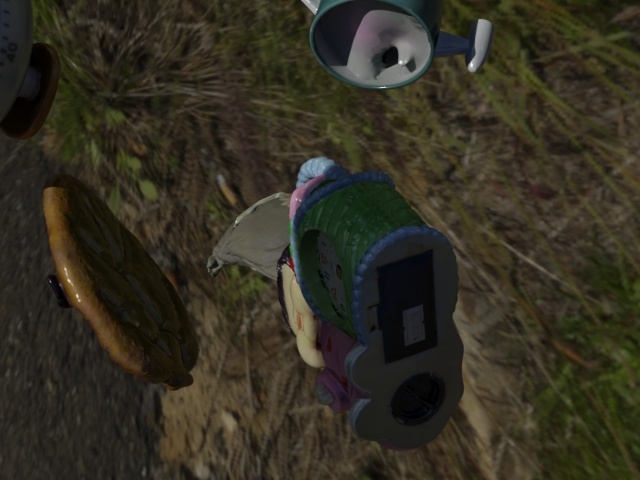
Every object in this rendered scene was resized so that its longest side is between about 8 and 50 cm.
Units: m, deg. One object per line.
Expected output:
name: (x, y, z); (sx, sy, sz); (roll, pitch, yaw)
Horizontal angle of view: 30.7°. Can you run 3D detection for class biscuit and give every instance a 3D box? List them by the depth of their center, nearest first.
biscuit: (-0.205, 0.040, 1.194); (0.041, 0.203, 0.260); (-34, 83, 18)

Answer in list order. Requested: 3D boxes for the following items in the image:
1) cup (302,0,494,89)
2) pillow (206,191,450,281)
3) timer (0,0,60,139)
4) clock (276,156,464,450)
cup: (0.081, -0.307, 1.484); (0.300, 0.167, 0.173); (20, 56, -8)
pillow: (0.000, 0.000, 1.228); (0.169, 0.255, 0.059); (-32, 122, -33)
timer: (-0.390, -0.196, 1.084); (0.240, 0.233, 0.233); (3, 98, -52)
clock: (0.027, 0.036, 0.887); (0.100, 0.195, 0.194); (-14, 117, -19)
